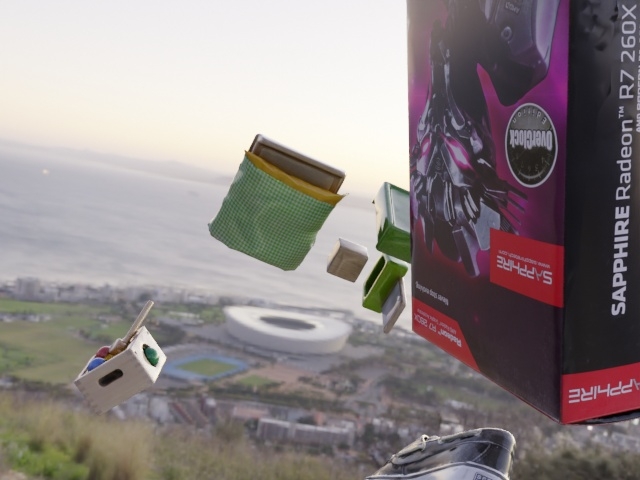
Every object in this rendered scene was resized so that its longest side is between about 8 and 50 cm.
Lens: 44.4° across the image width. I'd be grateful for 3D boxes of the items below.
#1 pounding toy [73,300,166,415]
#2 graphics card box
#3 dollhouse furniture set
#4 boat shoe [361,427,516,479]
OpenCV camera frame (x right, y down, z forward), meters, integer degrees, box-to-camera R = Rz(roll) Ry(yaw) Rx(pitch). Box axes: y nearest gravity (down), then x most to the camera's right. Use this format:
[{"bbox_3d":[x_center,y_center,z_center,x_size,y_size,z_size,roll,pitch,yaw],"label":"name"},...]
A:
[{"bbox_3d":[-0.324,0.192,1.305,0.141,0.100,0.130,-31,12,6],"label":"pounding toy"},{"bbox_3d":[0.153,-0.075,0.599,0.094,0.370,0.233,-5,12,-18],"label":"graphics card box"},{"bbox_3d":[0.000,0.000,1.129,0.302,0.197,0.151,22,28,-13],"label":"dollhouse furniture set"},{"bbox_3d":[0.107,0.226,0.743,0.078,0.070,0.219,36,-35,-14],"label":"boat shoe"}]
